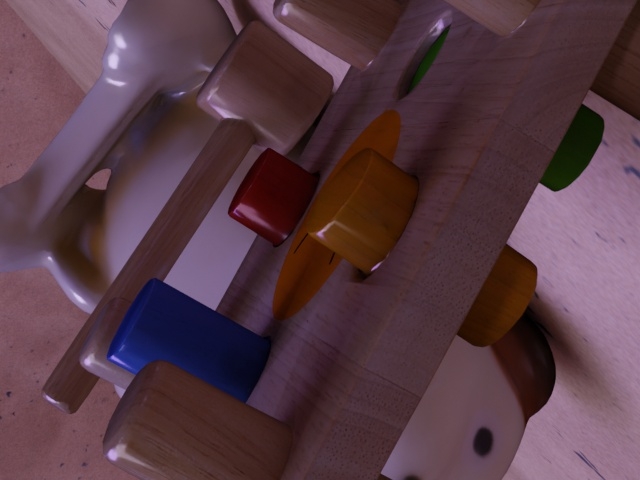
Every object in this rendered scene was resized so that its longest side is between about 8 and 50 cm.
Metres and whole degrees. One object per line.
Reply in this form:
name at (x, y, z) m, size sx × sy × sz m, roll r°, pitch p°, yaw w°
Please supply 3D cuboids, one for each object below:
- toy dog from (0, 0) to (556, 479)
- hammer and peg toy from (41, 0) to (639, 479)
toy dog at (-0.023, 0.061, 0.982) m, size 0.408 × 0.284 × 0.395 m, roll 45°, pitch -174°, yaw 14°
hammer and peg toy at (0.000, 0.000, 0.543) m, size 0.127 × 0.266 × 0.361 m, roll 30°, pitch 176°, yaw -13°
